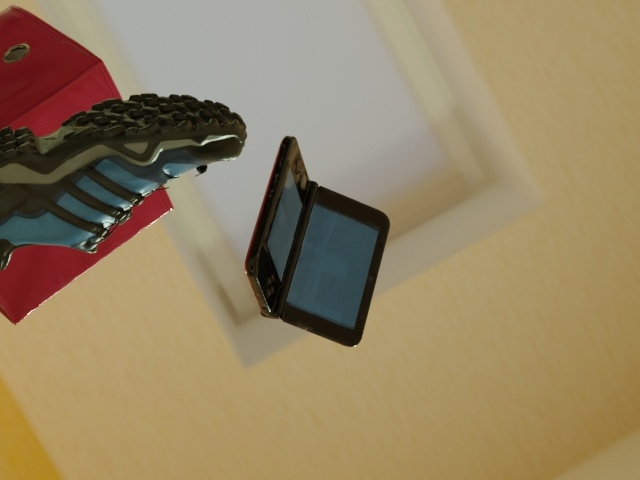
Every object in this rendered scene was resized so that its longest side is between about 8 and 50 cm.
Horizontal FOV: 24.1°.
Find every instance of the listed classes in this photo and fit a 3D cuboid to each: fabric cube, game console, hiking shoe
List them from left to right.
[{"bbox_3d":[-0.391,-0.102,1.906,0.258,0.259,0.254,-37,-138,-18],"label":"fabric cube"},{"bbox_3d":[-0.217,-0.059,1.485,0.304,0.132,0.113,-12,-153,-2],"label":"hiking shoe"},{"bbox_3d":[0.000,0.000,1.308,0.085,0.124,0.144,6,-121,15],"label":"game console"}]
